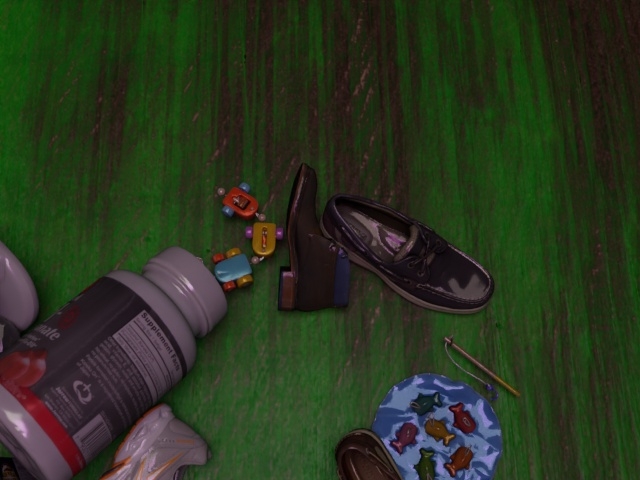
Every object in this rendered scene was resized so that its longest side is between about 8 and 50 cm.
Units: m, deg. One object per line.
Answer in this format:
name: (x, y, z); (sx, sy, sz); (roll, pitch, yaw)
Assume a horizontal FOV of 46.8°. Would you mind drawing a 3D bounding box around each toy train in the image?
toy train: (-0.127, 0.001, 1.117); (0.125, 0.046, 0.166); (27, 69, 8)

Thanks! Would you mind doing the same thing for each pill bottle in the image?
pill bottle: (-0.276, 0.150, 0.969); (0.176, 0.176, 0.318); (41, 57, 11)

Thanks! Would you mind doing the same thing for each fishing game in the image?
fishing game: (0.164, 0.279, 1.033); (0.189, 0.041, 0.264); (42, 77, 11)

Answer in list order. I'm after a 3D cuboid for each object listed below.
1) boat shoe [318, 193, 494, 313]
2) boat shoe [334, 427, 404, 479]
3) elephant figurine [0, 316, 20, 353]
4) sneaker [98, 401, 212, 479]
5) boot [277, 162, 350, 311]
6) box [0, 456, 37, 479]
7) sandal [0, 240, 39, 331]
boat shoe: (0.127, 0.017, 1.092); (0.285, 0.092, 0.103); (30, 73, 8)
boat shoe: (0.097, 0.368, 0.957); (0.095, 0.095, 0.257); (-39, 78, 4)
elephant figurine: (-0.487, 0.151, 0.983); (0.169, 0.186, 0.239); (-42, 105, -44)
sneaker: (-0.245, 0.350, 0.968); (0.121, 0.099, 0.262); (34, 75, 4)
boot: (0.000, 0.000, 1.077); (0.106, 0.082, 0.219); (7, 104, -5)
box: (-0.508, 0.345, 0.854); (0.295, 0.293, 0.073); (-26, 74, -10)
sandal: (-0.569, -0.018, 1.070); (0.416, 0.169, 0.102); (31, 31, 2)
